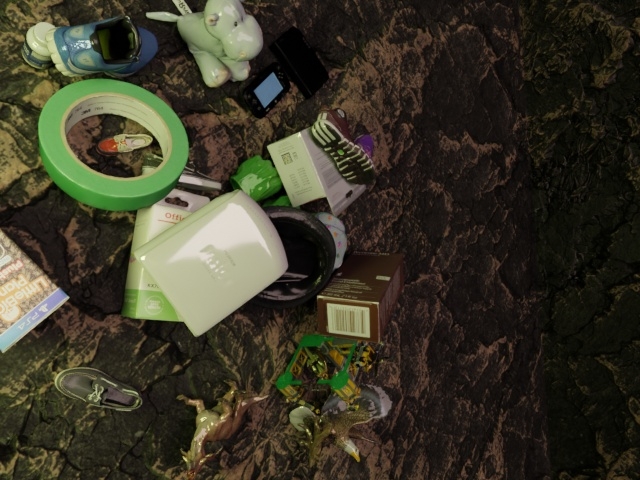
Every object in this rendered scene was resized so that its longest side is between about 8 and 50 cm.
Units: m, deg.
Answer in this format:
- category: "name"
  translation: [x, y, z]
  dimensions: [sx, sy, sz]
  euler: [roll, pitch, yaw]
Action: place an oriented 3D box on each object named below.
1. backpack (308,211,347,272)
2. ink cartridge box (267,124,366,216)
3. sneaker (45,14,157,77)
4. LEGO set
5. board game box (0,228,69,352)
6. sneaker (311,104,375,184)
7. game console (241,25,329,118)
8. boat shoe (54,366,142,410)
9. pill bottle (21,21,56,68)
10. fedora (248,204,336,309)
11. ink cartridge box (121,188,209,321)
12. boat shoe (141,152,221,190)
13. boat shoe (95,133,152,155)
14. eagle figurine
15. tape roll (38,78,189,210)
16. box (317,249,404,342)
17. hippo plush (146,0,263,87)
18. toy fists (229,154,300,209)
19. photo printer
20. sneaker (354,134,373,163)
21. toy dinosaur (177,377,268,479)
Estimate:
- category: "backpack"
  translation: [0.000, 0.000, 1.497]
  dimensions: [0.165, 0.144, 0.189]
  euler: [24, 71, -35]
- category: "ink cartridge box"
  translation: [0.004, -0.230, 1.466]
  dimensions: [0.309, 0.129, 0.272]
  euler: [-42, 113, -56]
- category: "sneaker"
  translation: [-0.468, -0.452, 1.077]
  dimensions: [0.330, 0.147, 0.130]
  euler: [-66, 150, -61]
- category: "LEGO set"
  translation: [0.049, 0.425, 1.415]
  dimensions: [0.192, 0.331, 0.255]
  euler: [52, 36, -26]
- category: "board game box"
  translation: [-0.666, 0.051, 0.874]
  dimensions: [0.141, 0.232, 0.291]
  euler: [-48, 117, -32]
- category: "sneaker"
  translation: [0.084, -0.308, 1.405]
  dimensions: [0.281, 0.106, 0.163]
  euler: [44, 41, -40]
- category: "game console"
  translation: [-0.122, -0.527, 1.504]
  dimensions: [0.213, 0.043, 0.361]
  euler: [50, 58, -25]
- category: "boat shoe"
  translation: [-0.516, 0.355, 1.082]
  dimensions: [0.206, 0.064, 0.075]
  euler: [34, 66, -33]
- category: "pill bottle"
  translation: [-0.623, -0.438, 1.023]
  dimensions: [0.067, 0.120, 0.067]
  euler: [5, 82, -40]
- category: "fedora"
  translation: [-0.128, 0.034, 1.311]
  dimensions: [0.333, 0.152, 0.335]
  euler: [-7, 111, -19]
- category: "ink cartridge box"
  translation: [-0.374, 0.029, 1.194]
  dimensions: [0.207, 0.119, 0.354]
  euler: [12, 78, -38]
- category: "boat shoe"
  translation: [-0.369, -0.185, 1.244]
  dimensions: [0.219, 0.077, 0.070]
  euler: [12, 80, -37]
- category: "boat shoe"
  translation: [-0.498, -0.247, 1.163]
  dimensions: [0.136, 0.043, 0.049]
  euler: [-18, 100, -38]
- category: "eagle figurine"
  translation: [0.071, 0.597, 1.460]
  dimensions: [0.298, 0.226, 0.226]
  euler: [-13, 83, -49]
- category: "tape roll"
  translation: [-0.481, -0.229, 1.083]
  dimensions: [0.320, 0.077, 0.322]
  euler: [12, 62, -25]
- category: "box"
  translation: [0.142, 0.162, 1.464]
  dimensions: [0.381, 0.190, 0.143]
  euler: [-44, 134, -63]
- category: "hippo plush"
  translation: [-0.260, -0.598, 1.265]
  dimensions: [0.294, 0.236, 0.234]
  euler: [50, 58, -25]
- category: "toy fists"
  translation: [-0.159, -0.125, 1.407]
  dimensions: [0.142, 0.096, 0.279]
  euler: [-38, 112, -22]
- category: "photo printer"
  translation: [-0.242, 0.044, 1.104]
  dimensions: [0.307, 0.107, 0.256]
  euler: [-35, 110, -16]
- category: "sneaker"
  translation: [0.157, -0.292, 1.679]
  dimensions: [0.095, 0.104, 0.237]
  euler: [37, 63, -30]
- category: "toy dinosaur"
  translation: [-0.276, 0.506, 1.244]
  dimensions: [0.295, 0.127, 0.201]
  euler: [-7, 98, -52]
